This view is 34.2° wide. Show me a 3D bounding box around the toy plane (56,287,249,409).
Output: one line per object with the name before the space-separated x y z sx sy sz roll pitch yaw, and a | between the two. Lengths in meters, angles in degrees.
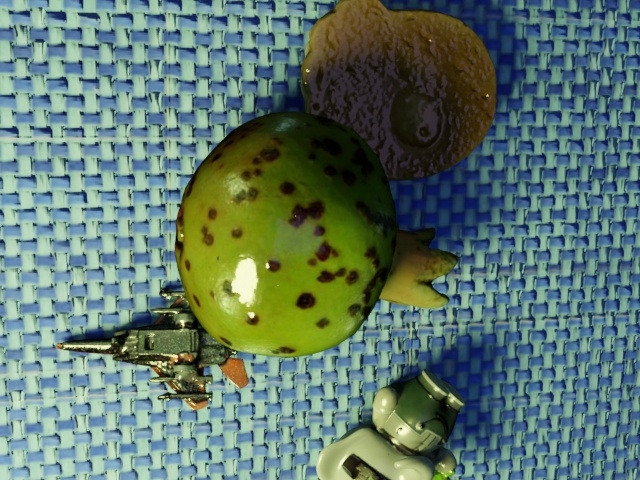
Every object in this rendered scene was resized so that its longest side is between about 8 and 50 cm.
toy plane | -0.166 0.104 1.037 0.189 0.061 0.130 2 77 -15

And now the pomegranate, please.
pomegranate | -0.004 -0.015 0.994 0.286 0.231 0.230 -17 107 -36

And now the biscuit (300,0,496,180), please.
biscuit | 0.078 -0.153 1.064 0.208 0.049 0.181 5 100 -17

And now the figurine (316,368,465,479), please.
figurine | 0.074 0.228 1.109 0.147 0.126 0.192 32 103 -39
